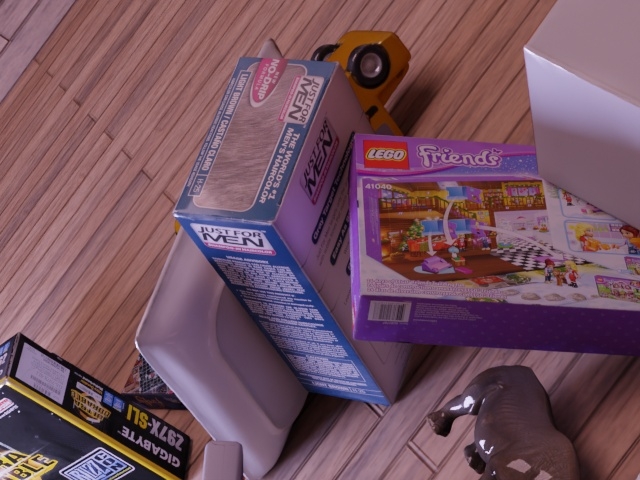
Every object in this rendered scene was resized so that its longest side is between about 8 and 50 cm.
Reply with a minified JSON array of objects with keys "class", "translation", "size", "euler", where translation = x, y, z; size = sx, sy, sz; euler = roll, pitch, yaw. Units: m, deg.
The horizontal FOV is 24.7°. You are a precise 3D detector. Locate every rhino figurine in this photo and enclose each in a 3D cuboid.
[{"class":"rhino figurine","translation":[0.167,0.194,1.209],"size":[0.106,0.073,0.243],"euler":[-48,30,18]}]

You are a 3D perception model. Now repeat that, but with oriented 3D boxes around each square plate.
[{"class":"square plate","translation":[-0.045,0.033,1.489],"size":[0.049,0.344,0.347],"euler":[10,63,24]}]

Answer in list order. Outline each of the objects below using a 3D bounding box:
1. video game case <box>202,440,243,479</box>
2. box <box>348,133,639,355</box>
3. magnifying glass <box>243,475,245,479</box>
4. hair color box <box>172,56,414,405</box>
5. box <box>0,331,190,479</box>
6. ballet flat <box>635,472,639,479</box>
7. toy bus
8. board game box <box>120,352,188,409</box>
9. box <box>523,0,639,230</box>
[{"class":"video game case","translation":[-0.090,0.389,1.230],"size":[0.329,0.036,0.300],"euler":[-89,2,-46]},{"class":"box","translation":[0.171,0.002,1.216],"size":[0.201,0.293,0.057],"euler":[-90,5,-47]},{"class":"magnifying glass","translation":[-0.079,0.166,1.611],"size":[0.092,0.026,0.231],"euler":[-5,56,25]},{"class":"hair color box","translation":[0.000,0.000,1.379],"size":[0.105,0.347,0.174],"euler":[7,61,26]},{"class":"box","translation":[-0.351,0.260,1.725],"size":[0.322,0.257,0.079],"euler":[-32,36,34]},{"class":"ballet flat","translation":[0.256,0.200,1.017],"size":[0.409,0.147,0.147],"euler":[-43,30,20]},{"class":"toy bus","translation":[-0.019,-0.097,1.698],"size":[0.333,0.130,0.108],"euler":[-47,25,-16]},{"class":"board game box","translation":[-0.135,0.123,1.771],"size":[0.243,0.042,0.165],"euler":[-7,53,54]},{"class":"box","translation":[0.325,-0.191,1.147],"size":[0.168,0.215,0.345],"euler":[30,75,22]}]
